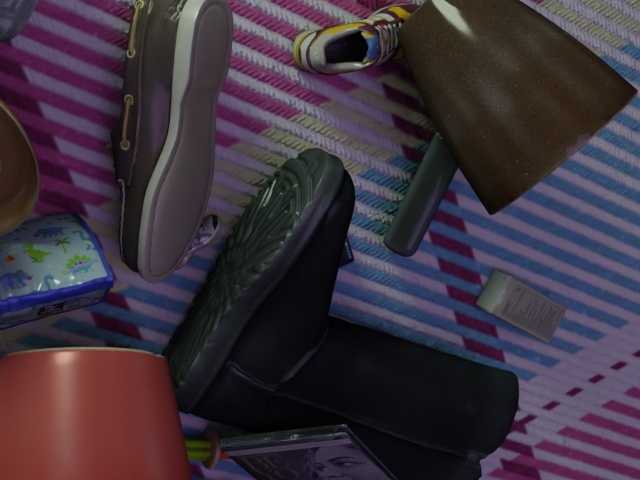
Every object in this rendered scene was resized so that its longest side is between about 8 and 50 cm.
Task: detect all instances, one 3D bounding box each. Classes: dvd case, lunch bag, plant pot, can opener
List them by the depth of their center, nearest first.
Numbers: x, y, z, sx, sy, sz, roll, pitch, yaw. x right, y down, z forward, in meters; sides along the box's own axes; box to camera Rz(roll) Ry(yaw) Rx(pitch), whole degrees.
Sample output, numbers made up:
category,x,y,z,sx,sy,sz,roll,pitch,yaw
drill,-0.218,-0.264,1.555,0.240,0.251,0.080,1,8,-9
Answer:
category,x,y,z,sx,sy,sz,roll,pitch,yaw
plant pot,-0.389,-0.094,1.110,0.236,0.032,0.236,6,133,6
lunch bag,-0.298,0.036,1.188,0.129,0.151,0.096,-15,109,-21
plant pot,-0.259,0.247,1.190,0.275,0.275,0.243,4,75,-26
plant pot,0.201,-0.185,1.274,0.215,0.215,0.230,-41,90,-10
dvd case,0.000,0.286,1.369,0.221,0.165,0.018,53,35,-46
can opener,0.142,-0.115,1.408,0.093,0.074,0.280,22,92,6

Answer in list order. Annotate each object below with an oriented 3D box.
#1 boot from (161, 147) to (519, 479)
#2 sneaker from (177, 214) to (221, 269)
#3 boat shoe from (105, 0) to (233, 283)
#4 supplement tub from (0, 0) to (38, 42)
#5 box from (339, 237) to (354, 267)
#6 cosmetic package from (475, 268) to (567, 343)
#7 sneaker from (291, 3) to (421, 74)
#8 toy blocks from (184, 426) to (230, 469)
category,x,y,z,sx,sy,sz,roll,pitch,yaw
boot,0.075,0.127,1.366,0.445,0.146,0.367,27,112,-24
sneaker,-0.153,-0.004,1.312,0.083,0.032,0.037,-45,117,-8
boat shoe,-0.178,-0.117,1.235,0.116,0.097,0.324,-18,122,-64
supplement tub,-0.412,-0.325,1.007,0.338,0.207,0.207,16,97,-28
box,0.000,0.000,1.391,0.067,0.018,0.083,-24,113,-18
cosmetic package,0.275,0.090,1.530,0.115,0.041,0.060,29,91,-28
sneaker,0.063,-0.233,1.321,0.185,0.084,0.069,-21,112,-18
toy blocks,-0.125,0.293,1.393,0.148,0.054,0.123,9,98,-28
